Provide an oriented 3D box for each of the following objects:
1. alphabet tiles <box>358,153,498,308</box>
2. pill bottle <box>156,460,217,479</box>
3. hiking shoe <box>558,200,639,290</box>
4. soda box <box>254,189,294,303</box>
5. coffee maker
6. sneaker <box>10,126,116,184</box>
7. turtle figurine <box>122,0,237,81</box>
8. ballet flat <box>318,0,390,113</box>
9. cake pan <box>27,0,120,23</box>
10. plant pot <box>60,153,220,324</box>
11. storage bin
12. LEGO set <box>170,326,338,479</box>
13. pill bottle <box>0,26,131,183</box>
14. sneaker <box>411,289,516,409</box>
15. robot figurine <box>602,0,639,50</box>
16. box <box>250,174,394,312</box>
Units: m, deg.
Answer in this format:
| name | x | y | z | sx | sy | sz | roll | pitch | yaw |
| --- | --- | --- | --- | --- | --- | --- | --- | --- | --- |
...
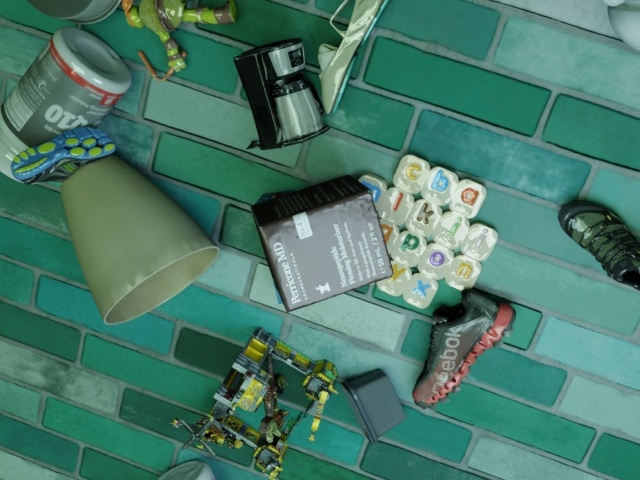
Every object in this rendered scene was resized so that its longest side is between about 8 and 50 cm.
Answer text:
| name | x | y | z | sx | sy | sz | roll | pitch | yaw |
| --- | --- | --- | --- | --- | --- | --- | --- | --- | --- |
| alphabet tiles | 0.183 | -0.015 | 1.511 | 0.284 | 0.021 | 0.278 | 24 | 114 | 3 |
| pill bottle | -0.257 | 0.660 | 1.769 | 0.169 | 0.169 | 0.302 | -22 | 103 | 19 |
| hiking shoe | 0.521 | 0.014 | 1.397 | 0.227 | 0.114 | 0.086 | 35 | 112 | -2 |
| soda box | -0.067 | 0.013 | 1.548 | 0.067 | 0.071 | 0.210 | -8 | 107 | 13 |
| coffee maker | -0.089 | -0.260 | 1.429 | 0.171 | 0.120 | 0.178 | -13 | 106 | 17 |
| sneaker | -0.471 | -0.153 | 1.458 | 0.188 | 0.078 | 0.067 | -22 | 77 | -12 |
| turtle figurine | -0.271 | -0.432 | 1.424 | 0.217 | 0.087 | 0.270 | -11 | 106 | 16 |
| ballet flat | 0.043 | -0.347 | 1.392 | 0.086 | 0.086 | 0.248 | 28 | 104 | 1 |
| cake pan | -0.468 | -0.526 | 1.404 | 0.293 | 0.054 | 0.293 | 15 | 122 | 25 |
| plant pot | -0.376 | -0.021 | 1.528 | 0.256 | 0.256 | 0.274 | -39 | 81 | 22 |
| storage bin | 0.110 | 0.331 | 1.621 | 0.091 | 0.098 | 0.135 | -26 | 103 | -9 |
| LEGO set | -0.126 | 0.355 | 1.617 | 0.255 | 0.192 | 0.331 | 40 | 113 | -3 |
| pill bottle | -0.502 | -0.248 | 1.501 | 0.161 | 0.161 | 0.283 | 44 | 112 | -5 |
| sneaker | 0.248 | 0.205 | 1.535 | 0.135 | 0.097 | 0.276 | 35 | 111 | -2 |
| robot figurine | 0.539 | -0.431 | 1.183 | 0.299 | 0.200 | 0.354 | -13 | 114 | -20 |
| box | 0.000 | 0.000 | 1.422 | 0.203 | 0.167 | 0.169 | -19 | 108 | -6 |
